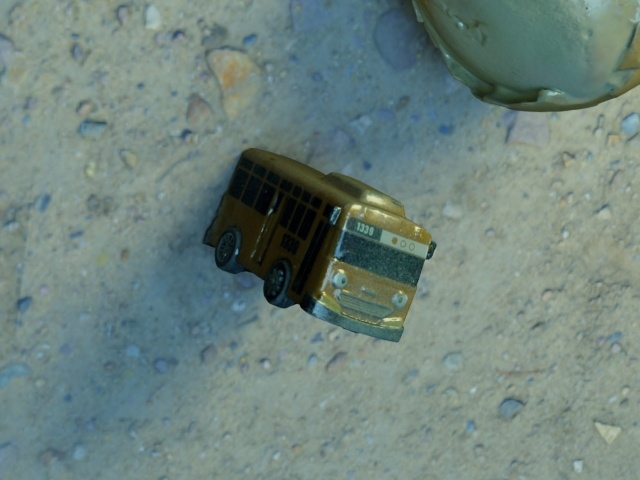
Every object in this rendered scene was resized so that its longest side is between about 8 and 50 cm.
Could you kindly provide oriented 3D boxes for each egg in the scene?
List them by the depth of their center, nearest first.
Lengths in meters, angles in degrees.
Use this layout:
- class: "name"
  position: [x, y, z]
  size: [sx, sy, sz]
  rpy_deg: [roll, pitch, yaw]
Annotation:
- class: "egg"
  position: [0.189, -0.205, 1.236]
  size: [0.244, 0.201, 0.201]
  rpy_deg: [-30, 120, -29]

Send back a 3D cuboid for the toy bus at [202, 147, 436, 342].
- class: "toy bus"
  position: [0.000, 0.000, 1.221]
  size: [0.091, 0.182, 0.103]
  rpy_deg: [20, 96, -32]
